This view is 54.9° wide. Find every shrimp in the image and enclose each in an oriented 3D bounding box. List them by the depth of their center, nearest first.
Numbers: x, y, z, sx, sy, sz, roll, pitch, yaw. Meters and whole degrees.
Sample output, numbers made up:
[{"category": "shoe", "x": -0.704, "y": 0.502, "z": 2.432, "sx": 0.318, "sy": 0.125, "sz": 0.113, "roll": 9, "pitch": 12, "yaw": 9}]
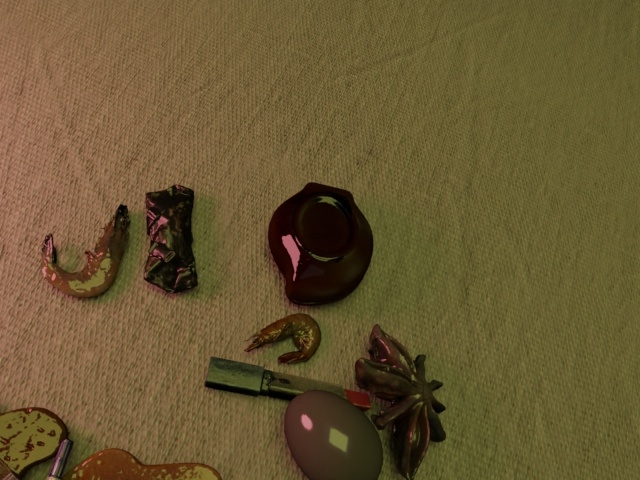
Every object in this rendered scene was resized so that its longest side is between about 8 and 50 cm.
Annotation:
[{"category": "shrimp", "x": -0.071, "y": 0.203, "z": 1.209, "sx": 0.163, "sy": 0.045, "sz": 0.095, "roll": -22, "pitch": 89, "yaw": -27}, {"category": "shrimp", "x": -0.462, "y": 0.010, "z": 1.222, "sx": 0.152, "sy": 0.046, "sz": 0.219, "roll": 19, "pitch": 60, "yaw": -5}]

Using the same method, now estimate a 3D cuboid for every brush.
[{"category": "brush", "x": -0.460, "y": 0.402, "z": 0.945, "sx": 0.170, "sy": 0.014, "sz": 0.043, "roll": 37, "pitch": 60, "yaw": 14}]

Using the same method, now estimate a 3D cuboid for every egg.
[{"category": "egg", "x": 0.021, "y": 0.350, "z": 1.077, "sx": 0.146, "sy": 0.146, "sz": 0.198, "roll": -36, "pitch": 76, "yaw": -26}]

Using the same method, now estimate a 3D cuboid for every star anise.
[{"category": "star anise", "x": 0.146, "y": 0.289, "z": 1.159, "sx": 0.198, "sy": 0.111, "sz": 0.257, "roll": -28, "pitch": 85, "yaw": -50}]

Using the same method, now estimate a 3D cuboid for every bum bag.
[{"category": "bum bag", "x": -0.304, "y": -0.009, "z": 1.250, "sx": 0.102, "sy": 0.069, "sz": 0.248, "roll": -2, "pitch": 60, "yaw": -12}]

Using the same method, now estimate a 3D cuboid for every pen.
[{"category": "pen", "x": -0.432, "y": 0.414, "z": 0.963, "sx": 0.025, "sy": 0.025, "sz": 0.204, "roll": 13, "pitch": 59, "yaw": -5}]

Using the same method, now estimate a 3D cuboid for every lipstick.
[{"category": "lipstick", "x": -0.058, "y": 0.277, "z": 1.159, "sx": 0.312, "sy": 0.051, "sz": 0.051, "roll": 13, "pitch": 59, "yaw": -7}]

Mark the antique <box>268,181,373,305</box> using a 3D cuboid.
[{"category": "antique", "x": 0.000, "y": 0.000, "z": 1.276, "sx": 0.224, "sy": 0.129, "sz": 0.278, "roll": 16, "pitch": 57, "yaw": 0}]

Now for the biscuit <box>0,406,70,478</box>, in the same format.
[{"category": "biscuit", "x": -0.609, "y": 0.435, "z": 0.944, "sx": 0.283, "sy": 0.064, "sz": 0.432, "roll": 24, "pitch": 60, "yaw": -4}]

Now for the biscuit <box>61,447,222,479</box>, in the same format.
[{"category": "biscuit", "x": -0.279, "y": 0.477, "z": 0.988, "sx": 0.344, "sy": 0.057, "sz": 0.287, "roll": 37, "pitch": 63, "yaw": 15}]
